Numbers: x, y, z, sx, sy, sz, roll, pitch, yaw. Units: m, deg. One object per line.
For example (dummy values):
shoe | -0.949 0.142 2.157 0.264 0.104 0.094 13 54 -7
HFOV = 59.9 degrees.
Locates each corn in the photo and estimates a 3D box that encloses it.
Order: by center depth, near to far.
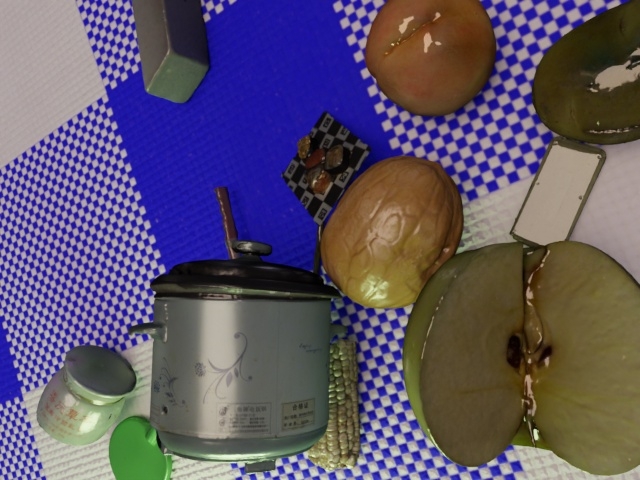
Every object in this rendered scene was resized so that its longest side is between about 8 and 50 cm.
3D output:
corn | 0.020 0.259 0.888 0.087 0.087 0.210 -1 87 25

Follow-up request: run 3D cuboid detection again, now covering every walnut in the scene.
walnut | 0.100 -0.012 0.778 0.193 0.193 0.225 35 115 21

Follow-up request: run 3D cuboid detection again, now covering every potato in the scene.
potato | 0.384 -0.208 0.668 0.249 0.143 0.169 -18 73 25

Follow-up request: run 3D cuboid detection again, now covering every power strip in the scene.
power strip | 0.322 -0.054 0.764 0.076 0.028 0.168 26 100 22

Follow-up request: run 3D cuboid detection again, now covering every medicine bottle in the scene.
medicine bottle | -0.449 0.295 1.071 0.147 0.147 0.143 40 105 19

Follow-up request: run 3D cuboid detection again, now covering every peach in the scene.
peach | 0.151 -0.265 0.762 0.184 0.184 0.184 1 91 25

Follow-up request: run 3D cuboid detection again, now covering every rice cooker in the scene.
rice cooker | -0.108 0.146 0.776 0.264 0.317 0.316 168 96 -69

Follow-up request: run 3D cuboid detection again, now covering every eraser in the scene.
eraser | -0.277 -0.432 0.994 0.078 0.111 0.351 -10 87 27

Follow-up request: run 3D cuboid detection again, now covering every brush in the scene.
brush | -0.140 0.051 0.957 0.071 0.084 0.300 -14 83 26

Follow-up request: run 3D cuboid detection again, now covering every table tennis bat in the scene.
table tennis bat | -0.335 0.396 1.083 0.160 0.039 0.257 43 113 19

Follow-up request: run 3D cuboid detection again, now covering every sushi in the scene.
sushi | -0.010 -0.125 0.858 0.139 0.031 0.201 -56 33 13

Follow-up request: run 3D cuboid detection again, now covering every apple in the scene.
apple | 0.251 0.135 0.686 0.296 0.233 0.257 -3 84 10

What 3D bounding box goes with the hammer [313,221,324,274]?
hammer | 0.000 0.000 0.922 0.058 0.029 0.291 9 97 27
